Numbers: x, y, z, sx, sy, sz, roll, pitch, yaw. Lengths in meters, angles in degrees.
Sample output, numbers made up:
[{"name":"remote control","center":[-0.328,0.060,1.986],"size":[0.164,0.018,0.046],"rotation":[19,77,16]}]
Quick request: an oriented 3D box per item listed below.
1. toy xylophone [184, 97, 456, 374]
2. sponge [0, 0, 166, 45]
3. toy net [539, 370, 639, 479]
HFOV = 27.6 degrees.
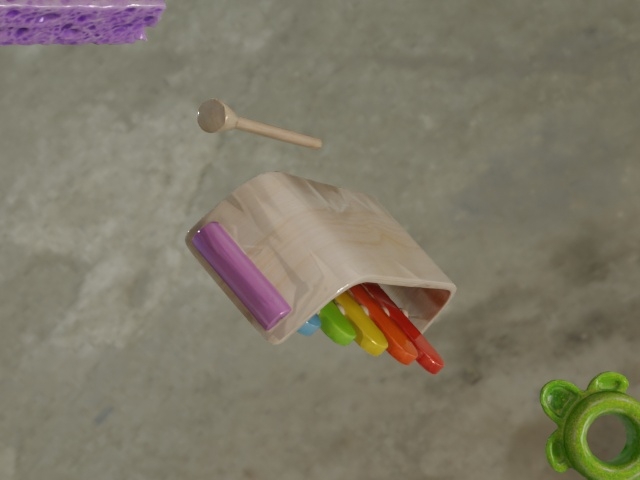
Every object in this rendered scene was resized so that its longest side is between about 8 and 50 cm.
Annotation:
[{"name":"toy xylophone","center":[0.000,0.000,1.098],"size":[0.081,0.323,0.236],"rotation":[-46,62,14]},{"name":"sponge","center":[-0.177,-0.134,0.539],"size":[0.031,0.210,0.117],"rotation":[-47,60,46]},{"name":"toy net","center":[0.156,0.136,0.425],"size":[0.045,0.232,0.122],"rotation":[124,171,-83]}]
